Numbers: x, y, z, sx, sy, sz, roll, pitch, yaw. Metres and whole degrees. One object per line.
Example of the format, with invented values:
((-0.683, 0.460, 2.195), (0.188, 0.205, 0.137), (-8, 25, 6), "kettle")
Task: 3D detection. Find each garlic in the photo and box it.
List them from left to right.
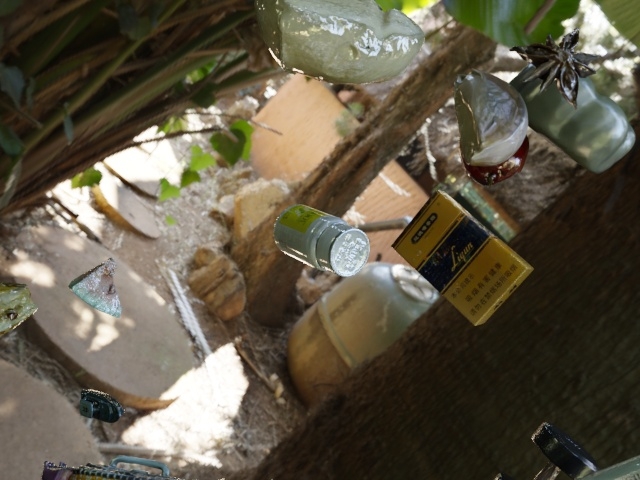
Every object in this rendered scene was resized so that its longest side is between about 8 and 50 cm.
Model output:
((0.268, -0.193, 0.916), (0.101, 0.087, 0.196), (8, 58, -11), "garlic")

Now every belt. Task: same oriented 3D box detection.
((-0.380, 0.509, 1.149), (0.207, 0.294, 0.161), (68, 28, -63), "belt")

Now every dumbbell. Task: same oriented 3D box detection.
((0.496, 0.536, 1.317), (0.152, 0.218, 0.152), (37, 6, -5), "dumbbell")

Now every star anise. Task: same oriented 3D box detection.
((0.356, -0.251, 0.875), (0.056, 0.124, 0.129), (77, -4, -71), "star anise")

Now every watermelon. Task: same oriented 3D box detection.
((-0.364, 0.075, 0.986), (0.101, 0.080, 0.155), (52, -21, -24), "watermelon")

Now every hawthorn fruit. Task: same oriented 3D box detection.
((0.359, -0.178, 1.222), (0.148, 0.148, 0.172), (39, 44, -31), "hawthorn fruit")

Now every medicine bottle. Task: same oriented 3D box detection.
((0.000, 0.000, 1.498), (0.143, 0.144, 0.258), (36, -7, -38), "medicine bottle")

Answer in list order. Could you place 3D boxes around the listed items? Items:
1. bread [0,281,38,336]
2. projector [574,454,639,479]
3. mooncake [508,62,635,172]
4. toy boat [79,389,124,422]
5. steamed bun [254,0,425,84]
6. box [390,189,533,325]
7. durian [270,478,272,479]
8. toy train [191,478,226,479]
((-0.899, 0.192, 1.411), (0.277, 0.324, 0.167), (-51, 123, -65), "bread")
((0.543, 0.490, 1.110), (0.108, 0.337, 0.108), (49, 21, -25), "projector")
((0.493, -0.250, 1.168), (0.274, 0.135, 0.275), (36, 21, -16), "mooncake")
((-0.480, 0.367, 1.292), (0.141, 0.055, 0.060), (4, 5, 36), "toy boat")
((0.016, -0.244, 0.711), (0.212, 0.111, 0.231), (18, 38, -15), "steamed bun")
((0.276, 0.033, 1.168), (0.237, 0.152, 0.070), (45, 19, 22), "box")
((-0.051, 0.507, 0.991), (0.137, 0.221, 0.095), (28, 30, 25), "durian")
((-0.216, 0.720, 1.258), (0.442, 0.179, 0.273), (-147, -134, -60), "toy train")
